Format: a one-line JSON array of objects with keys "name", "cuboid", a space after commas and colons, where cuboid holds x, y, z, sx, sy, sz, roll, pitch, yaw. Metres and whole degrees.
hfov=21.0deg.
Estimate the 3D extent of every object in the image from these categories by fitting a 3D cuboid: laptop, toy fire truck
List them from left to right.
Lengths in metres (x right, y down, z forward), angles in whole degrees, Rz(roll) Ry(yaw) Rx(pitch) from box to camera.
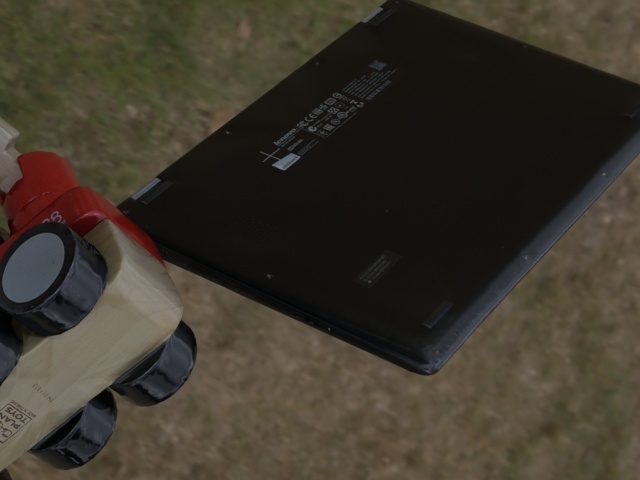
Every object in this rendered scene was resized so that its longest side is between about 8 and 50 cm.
[{"name": "toy fire truck", "cuboid": [-0.221, 0.017, 1.016, 0.217, 0.246, 0.158, -39, 134, 9]}, {"name": "laptop", "cuboid": [0.000, 0.000, 1.339, 0.382, 0.408, 0.236, -42, 146, -42]}]
